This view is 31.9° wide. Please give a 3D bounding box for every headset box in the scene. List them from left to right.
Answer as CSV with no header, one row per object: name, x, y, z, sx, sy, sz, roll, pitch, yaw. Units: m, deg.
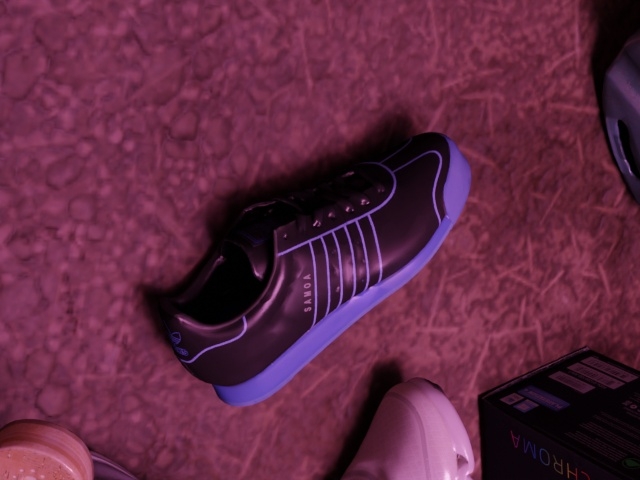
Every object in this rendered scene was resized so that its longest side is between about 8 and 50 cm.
headset box,0.256,0.266,0.874,0.131,0.246,0.283,-19,116,-30

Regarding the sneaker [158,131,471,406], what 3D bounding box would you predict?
sneaker,0.000,0.000,0.709,0.232,0.081,0.090,-45,132,-13

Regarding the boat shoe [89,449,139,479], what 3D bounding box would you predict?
boat shoe,-0.082,0.212,0.689,0.227,0.081,0.079,39,83,-20

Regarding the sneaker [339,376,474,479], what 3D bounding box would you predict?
sneaker,0.025,0.237,0.797,0.118,0.110,0.292,12,98,-28

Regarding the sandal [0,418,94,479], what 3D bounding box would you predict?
sandal,-0.173,0.211,0.614,0.088,0.079,0.240,13,123,0

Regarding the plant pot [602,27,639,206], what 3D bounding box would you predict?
plant pot,0.416,-0.127,0.827,0.334,0.341,0.341,-33,122,-12
